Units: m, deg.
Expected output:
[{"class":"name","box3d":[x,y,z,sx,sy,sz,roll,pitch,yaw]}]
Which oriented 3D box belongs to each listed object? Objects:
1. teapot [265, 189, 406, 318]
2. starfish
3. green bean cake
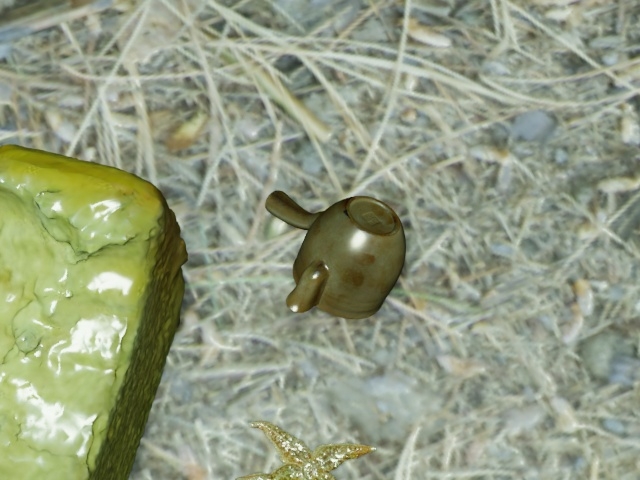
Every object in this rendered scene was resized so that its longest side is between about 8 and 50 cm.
[{"class":"teapot","box3d":[0.000,0.000,0.874,0.085,0.080,0.110,-20,57,-43]},{"class":"starfish","box3d":[-0.009,0.146,0.853,0.086,0.016,0.092,-37,76,-20]},{"class":"green bean cake","box3d":[-0.164,0.088,0.741,0.124,0.233,0.236,14,68,4]}]
